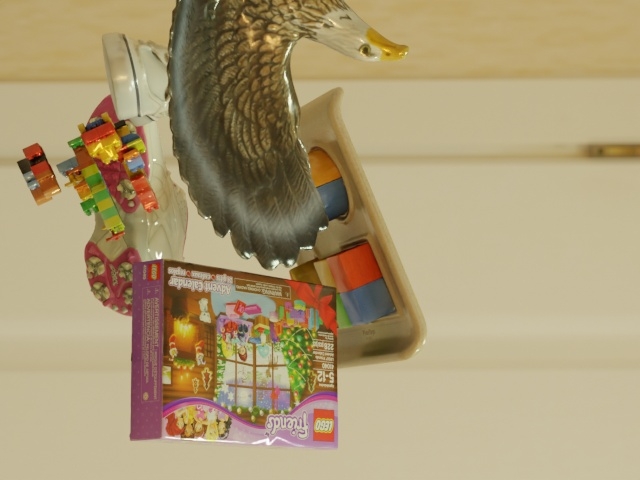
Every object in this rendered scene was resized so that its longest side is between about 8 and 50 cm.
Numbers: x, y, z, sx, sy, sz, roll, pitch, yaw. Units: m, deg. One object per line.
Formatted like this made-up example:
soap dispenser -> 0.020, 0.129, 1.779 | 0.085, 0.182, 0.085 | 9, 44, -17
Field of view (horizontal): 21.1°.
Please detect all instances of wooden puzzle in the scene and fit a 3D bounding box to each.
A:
wooden puzzle -> 0.000, 0.000, 2.230 | 0.322, 0.080, 0.347 | -19, -91, 70

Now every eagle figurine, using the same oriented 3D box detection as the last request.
eagle figurine -> -0.045, -0.153, 1.309 | 0.226, 0.225, 0.298 | -1, 119, -48

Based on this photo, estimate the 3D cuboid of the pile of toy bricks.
pile of toy bricks -> -0.216, -0.048, 1.678 | 0.212, 0.118, 0.105 | 91, -26, -85

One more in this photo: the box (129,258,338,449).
box -> -0.094, 0.138, 1.988 | 0.293, 0.057, 0.201 | 10, 76, -47

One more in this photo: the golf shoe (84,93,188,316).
golf shoe -> -0.230, -0.059, 2.168 | 0.140, 0.115, 0.306 | -36, 138, -48

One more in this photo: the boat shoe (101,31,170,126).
boat shoe -> -0.180, -0.174, 1.875 | 0.267, 0.088, 0.096 | 73, 5, -83
